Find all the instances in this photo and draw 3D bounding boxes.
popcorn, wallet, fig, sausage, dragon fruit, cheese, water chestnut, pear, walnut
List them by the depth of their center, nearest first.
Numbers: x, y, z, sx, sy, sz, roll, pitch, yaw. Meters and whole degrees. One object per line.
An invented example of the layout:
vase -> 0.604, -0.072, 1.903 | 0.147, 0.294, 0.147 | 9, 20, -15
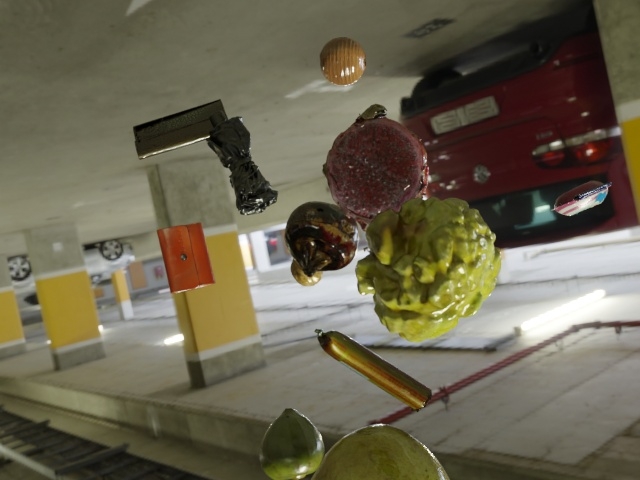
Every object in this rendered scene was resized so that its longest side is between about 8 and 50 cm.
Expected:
popcorn -> 0.162, 0.045, 1.089 | 0.251, 0.237, 0.206 | 2, -146, 33
dragon fruit -> 0.111, -0.121, 1.290 | 0.211, 0.282, 0.147 | 0, -174, 15
pear -> 0.132, 0.523, 1.303 | 0.304, 0.304, 0.304 | -12, -179, 0
cheese -> 0.655, -0.109, 1.627 | 0.155, 0.062, 0.244 | -24, 173, 5
wallet -> -0.356, -0.288, 1.677 | 0.243, 0.133, 0.039 | -18, 140, -4
sausage -> 0.130, 0.332, 1.727 | 0.082, 0.371, 0.082 | -49, -163, 20
water chestnut -> 0.000, 0.000, 1.886 | 0.224, 0.223, 0.238 | -12, -142, 33
wallet -> -0.414, 0.051, 2.026 | 0.142, 0.204, 0.045 | -12, 172, -20
fig -> -0.093, 0.630, 2.046 | 0.203, 0.225, 0.203 | -8, 151, -4
walnut -> -0.050, 0.101, 2.263 | 0.105, 0.124, 0.105 | -34, 166, -10

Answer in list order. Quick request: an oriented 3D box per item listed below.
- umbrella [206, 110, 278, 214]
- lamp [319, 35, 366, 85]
umbrella -> -0.195, -0.195, 1.577 | 0.110, 0.272, 0.122 | -22, 166, -11
lamp -> 0.062, -0.496, 1.817 | 0.136, 0.136, 0.136 | -12, -179, 0
